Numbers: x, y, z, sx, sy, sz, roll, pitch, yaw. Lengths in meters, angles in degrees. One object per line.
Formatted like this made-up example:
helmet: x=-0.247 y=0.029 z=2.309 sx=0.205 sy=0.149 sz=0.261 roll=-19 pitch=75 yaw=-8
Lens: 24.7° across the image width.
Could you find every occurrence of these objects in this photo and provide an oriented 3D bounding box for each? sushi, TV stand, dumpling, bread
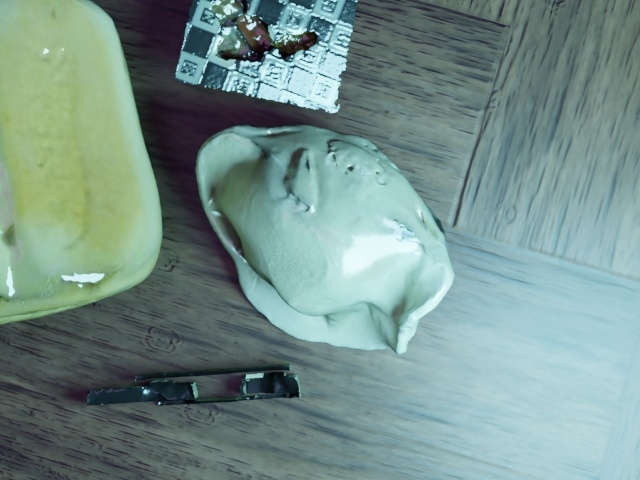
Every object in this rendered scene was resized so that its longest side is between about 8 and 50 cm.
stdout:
sushi: x=-0.061 y=-0.234 z=1.703 sx=0.200 sy=0.031 sz=0.139 roll=11 pitch=100 yaw=-17
TV stand: x=-0.148 y=0.173 z=1.713 sx=0.249 sy=0.036 sz=0.042 roll=-4 pitch=90 yaw=2
dumpling: x=0.000 y=0.000 z=1.671 sx=0.318 sy=0.187 sz=0.243 roll=31 pitch=130 yaw=10
bread: x=-0.357 y=-0.097 z=1.588 sx=0.348 sy=0.253 sz=0.376 roll=-12 pitch=87 yaw=-42

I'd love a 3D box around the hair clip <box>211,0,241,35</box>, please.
hair clip: x=-0.107 y=-0.309 z=1.702 sx=0.066 sy=0.036 sz=0.229 roll=19 pitch=99 yaw=-16
